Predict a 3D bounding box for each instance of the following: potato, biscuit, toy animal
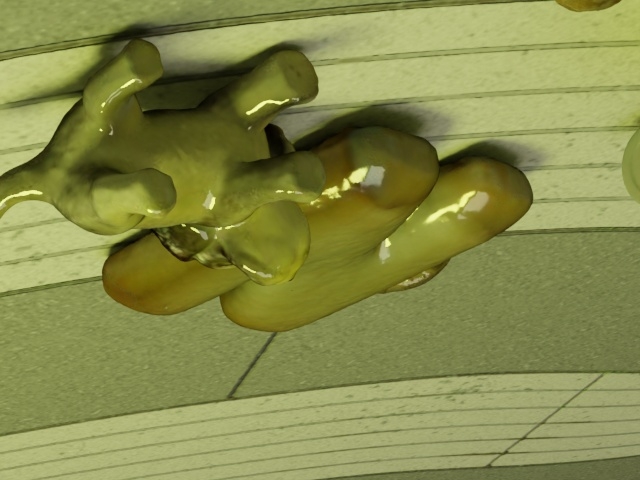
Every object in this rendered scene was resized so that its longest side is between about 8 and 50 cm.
[{"bbox_3d":[0.077,0.019,1.445,0.092,0.045,0.046,-29,132,26],"label":"potato"},{"bbox_3d":[0.000,0.000,1.325,0.290,0.062,0.237,-25,158,31],"label":"biscuit"},{"bbox_3d":[-0.079,-0.040,1.084,0.168,0.121,0.233,-27,159,37],"label":"toy animal"}]

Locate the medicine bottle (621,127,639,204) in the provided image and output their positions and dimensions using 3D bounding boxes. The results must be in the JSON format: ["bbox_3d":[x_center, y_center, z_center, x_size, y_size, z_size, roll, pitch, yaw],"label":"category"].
[{"bbox_3d":[0.353,-0.051,1.368,0.260,0.095,0.095,6,152,-39],"label":"medicine bottle"}]

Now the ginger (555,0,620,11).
[{"bbox_3d":[0.135,-0.190,0.902,0.148,0.081,0.333,-33,157,7],"label":"ginger"}]
